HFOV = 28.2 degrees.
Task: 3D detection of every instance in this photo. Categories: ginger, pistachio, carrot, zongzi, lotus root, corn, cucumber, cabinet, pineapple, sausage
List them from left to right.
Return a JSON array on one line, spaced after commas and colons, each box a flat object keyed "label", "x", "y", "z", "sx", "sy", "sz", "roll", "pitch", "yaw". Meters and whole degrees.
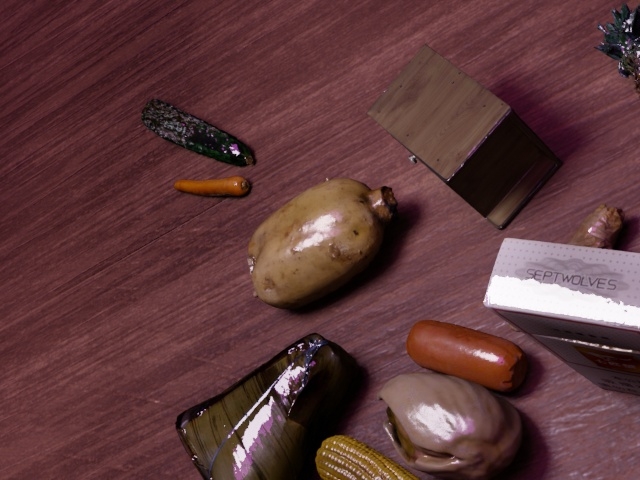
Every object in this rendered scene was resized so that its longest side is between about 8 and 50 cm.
[{"label": "cucumber", "x": -0.226, "y": -0.193, "z": 2.338, "sx": 0.293, "sy": 0.067, "sz": 0.067, "roll": 27, "pitch": 84, "yaw": 43}, {"label": "carrot", "x": -0.203, "y": -0.097, "z": 2.285, "sx": 0.190, "sy": 0.037, "sz": 0.037, "roll": 2, "pitch": 67, "yaw": 40}, {"label": "zongzi", "x": -0.051, "y": 0.312, "z": 1.865, "sx": 0.286, "sy": 0.138, "sz": 0.300, "roll": -34, "pitch": 45, "yaw": 14}, {"label": "lotus root", "x": 0.000, "y": 0.000, "z": 2.002, "sx": 0.284, "sy": 0.146, "sz": 0.160, "roll": -29, "pitch": 69, "yaw": 19}, {"label": "corn", "x": 0.085, "y": 0.342, "z": 1.790, "sx": 0.231, "sy": 0.080, "sz": 0.080, "roll": 23, "pitch": 82, "yaw": 43}, {"label": "pistachio", "x": 0.170, "y": 0.251, "z": 1.743, "sx": 0.238, "sy": 0.153, "sz": 0.138, "roll": 8, "pitch": 112, "yaw": 42}, {"label": "cabinet", "x": 0.210, "y": -0.151, "z": 1.900, "sx": 0.148, "sy": 0.175, "sz": 0.215, "roll": -48, "pitch": 48, "yaw": 6}, {"label": "sausage", "x": 0.203, "y": 0.160, "z": 1.804, "sx": 0.197, "sy": 0.076, "sz": 0.076, "roll": 14, "pitch": 76, "yaw": 43}, {"label": "ginger", "x": 0.342, "y": 0.045, "z": 1.764, "sx": 0.213, "sy": 0.074, "sz": 0.137, "roll": -30, "pitch": 51, "yaw": 13}, {"label": "pineapple", "x": 0.476, "y": -0.252, "z": 1.811, "sx": 0.103, "sy": 0.083, "sz": 0.221, "roll": -51, "pitch": 45, "yaw": 26}]

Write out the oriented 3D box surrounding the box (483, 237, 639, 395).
[{"label": "box", "x": 0.368, "y": 0.106, "z": 1.528, "sx": 0.210, "sy": 0.330, "sz": 0.095, "roll": 7, "pitch": 71, "yaw": 40}]
